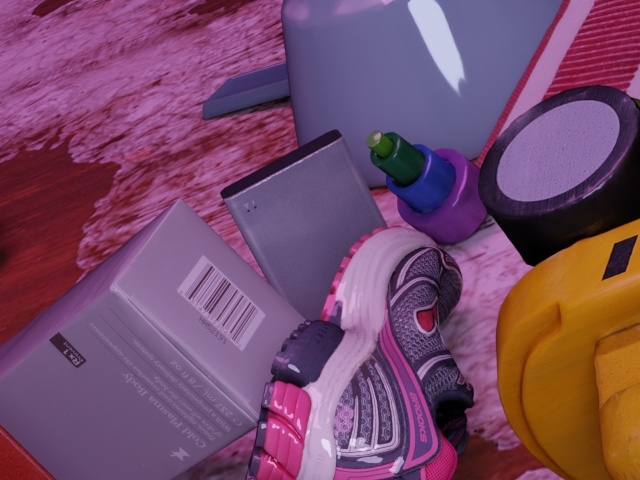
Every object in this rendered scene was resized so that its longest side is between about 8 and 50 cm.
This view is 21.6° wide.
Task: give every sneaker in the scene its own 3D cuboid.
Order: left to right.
[{"bbox_3d":[0.045,0.087,1.029,0.112,0.121,0.299,17,26,9],"label":"sneaker"}]

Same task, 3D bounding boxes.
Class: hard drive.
[{"bbox_3d":[0.000,0.000,1.193,0.094,0.135,0.022,-29,28,-2],"label":"hard drive"}]

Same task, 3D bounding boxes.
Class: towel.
[{"bbox_3d":[0.273,-0.110,1.211,0.329,0.037,0.237,-2,47,45],"label":"towel"}]

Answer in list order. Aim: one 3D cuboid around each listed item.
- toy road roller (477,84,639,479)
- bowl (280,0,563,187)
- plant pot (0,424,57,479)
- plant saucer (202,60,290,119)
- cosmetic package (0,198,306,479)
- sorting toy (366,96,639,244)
[{"bbox_3d":[0.244,0.034,0.810,0.329,0.202,0.240,-23,36,23],"label":"toy road roller"},{"bbox_3d":[0.090,-0.197,1.462,0.311,0.163,0.311,-22,25,11],"label":"bowl"},{"bbox_3d":[-0.223,0.247,0.814,0.236,0.267,0.267,-38,23,8],"label":"plant pot"},{"bbox_3d":[-0.041,-0.162,1.687,0.192,0.018,0.067,-10,29,43],"label":"plant saucer"},{"bbox_3d":[-0.130,0.091,1.074,0.238,0.127,0.107,-39,13,39],"label":"cosmetic package"},{"bbox_3d":[0.173,-0.070,1.118,0.365,0.126,0.127,-8,58,42],"label":"sorting toy"}]
